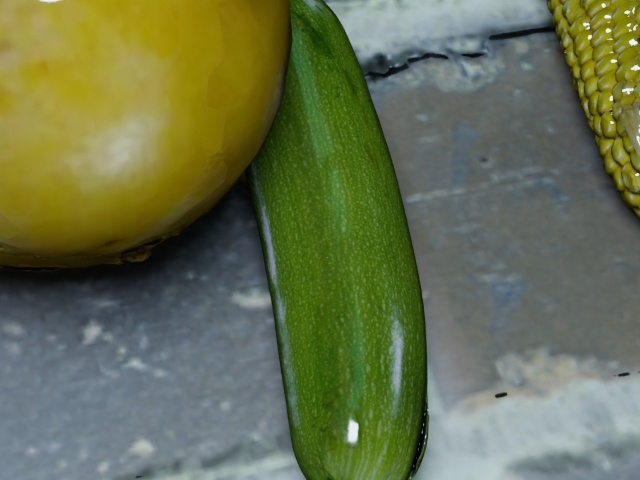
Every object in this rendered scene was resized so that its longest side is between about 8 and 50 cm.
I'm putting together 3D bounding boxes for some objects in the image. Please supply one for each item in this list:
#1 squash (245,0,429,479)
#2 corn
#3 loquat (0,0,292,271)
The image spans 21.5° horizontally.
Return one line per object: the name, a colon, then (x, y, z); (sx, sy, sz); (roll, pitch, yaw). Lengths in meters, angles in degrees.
squash: (0.002, 0.001, 0.782); (0.080, 0.071, 0.318); (4, 65, -28)
corn: (0.167, -0.131, 0.901); (0.106, 0.106, 0.293); (-7, 59, -19)
loquat: (-0.127, -0.098, 0.721); (0.235, 0.235, 0.235); (7, 57, -11)
